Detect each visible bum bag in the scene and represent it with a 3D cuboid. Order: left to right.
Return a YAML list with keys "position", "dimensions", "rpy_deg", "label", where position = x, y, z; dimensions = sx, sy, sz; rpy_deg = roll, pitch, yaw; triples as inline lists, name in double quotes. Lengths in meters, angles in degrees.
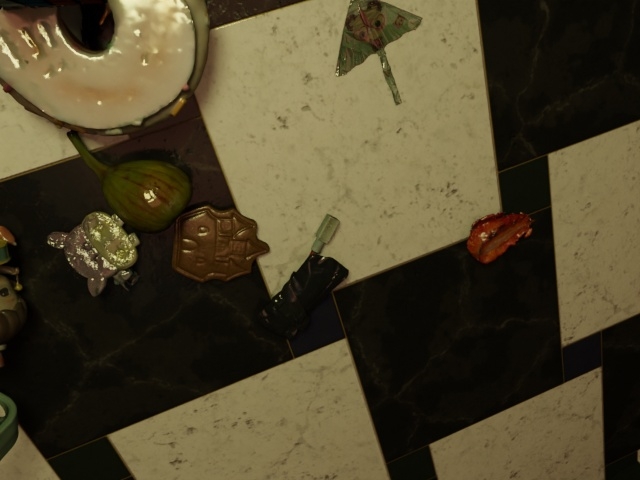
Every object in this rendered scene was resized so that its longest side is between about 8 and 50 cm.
- position: [-0.046, 0.134, 1.109]
  dimensions: [0.123, 0.060, 0.248]
  rpy_deg: [36, 99, -25]
  label: "bum bag"

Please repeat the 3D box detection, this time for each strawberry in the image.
- position: [0.462, -0.018, 1.193]
  dimensions: [0.188, 0.082, 0.121]
  rpy_deg: [-26, 135, -15]
  label: "strawberry"

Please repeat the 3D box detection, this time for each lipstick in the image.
- position: [0.000, 0.001, 1.087]
  dimensions: [0.030, 0.030, 0.129]
  rpy_deg: [25, 102, -23]
  label: "lipstick"

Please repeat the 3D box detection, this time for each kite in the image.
- position: [0.129, -0.412, 0.982]
  dimensions: [0.229, 0.012, 0.250]
  rpy_deg: [-31, 116, -2]
  label: "kite"

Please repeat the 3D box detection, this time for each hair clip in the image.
- position: [-0.452, 0.027, 0.958]
  dimensions: [0.146, 0.056, 0.187]
  rpy_deg: [-37, 112, -8]
  label: "hair clip"

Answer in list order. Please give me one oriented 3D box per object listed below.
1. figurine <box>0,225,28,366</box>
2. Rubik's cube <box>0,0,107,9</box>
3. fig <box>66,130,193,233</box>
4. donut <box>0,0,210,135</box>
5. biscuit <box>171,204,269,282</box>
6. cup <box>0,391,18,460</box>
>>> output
- position: [-0.652, 0.116, 0.876]
  dimensions: [0.161, 0.158, 0.275]
  rpy_deg: [-27, 121, -50]
  label: "figurine"
- position: [-0.395, -0.400, 0.605]
  dimensions: [0.155, 0.154, 0.151]
  rpy_deg: [-11, 111, -11]
  label: "Rubik's cube"
- position: [-0.382, -0.119, 0.877]
  dimensions: [0.259, 0.151, 0.151]
  rpy_deg: [33, 98, -20]
  label: "fig"
- position: [-0.383, -0.370, 0.779]
  dimensions: [0.383, 0.142, 0.382]
  rpy_deg: [-5, 110, -14]
  label: "donut"
- position: [-0.220, 0.012, 1.027]
  dimensions: [0.215, 0.034, 0.182]
  rpy_deg: [3, 109, -17]
  label: "biscuit"
- position: [-0.813, 0.379, 0.811]
  dimensions: [0.401, 0.392, 0.310]
  rpy_deg: [-26, 120, -11]
  label: "cup"
